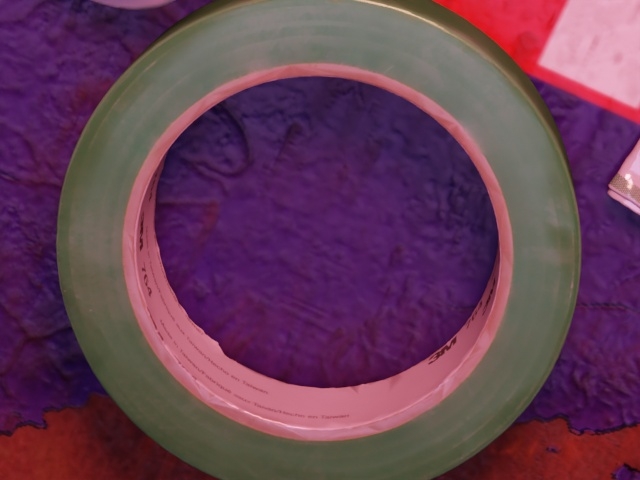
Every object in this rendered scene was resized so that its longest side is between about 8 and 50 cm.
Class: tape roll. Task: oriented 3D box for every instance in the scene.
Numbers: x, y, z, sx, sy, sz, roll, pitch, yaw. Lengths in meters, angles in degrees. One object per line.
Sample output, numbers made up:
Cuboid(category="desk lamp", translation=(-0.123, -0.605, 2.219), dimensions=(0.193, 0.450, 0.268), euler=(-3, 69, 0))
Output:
Cuboid(category="tape roll", translation=(0.000, 0.000, 1.188), dimensions=(0.321, 0.077, 0.321), euler=(1, 107, 5))

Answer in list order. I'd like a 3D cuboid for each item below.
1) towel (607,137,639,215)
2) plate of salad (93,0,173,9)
Cuboid(category="towel", translation=(0.264, -0.059, 1.176), dimensions=(0.113, 0.023, 0.152), euler=(33, 106, -6))
Cuboid(category="plate of salad", translation=(-0.142, -0.223, 1.113), dimensions=(0.200, 0.048, 0.200), euler=(24, 143, 20))
